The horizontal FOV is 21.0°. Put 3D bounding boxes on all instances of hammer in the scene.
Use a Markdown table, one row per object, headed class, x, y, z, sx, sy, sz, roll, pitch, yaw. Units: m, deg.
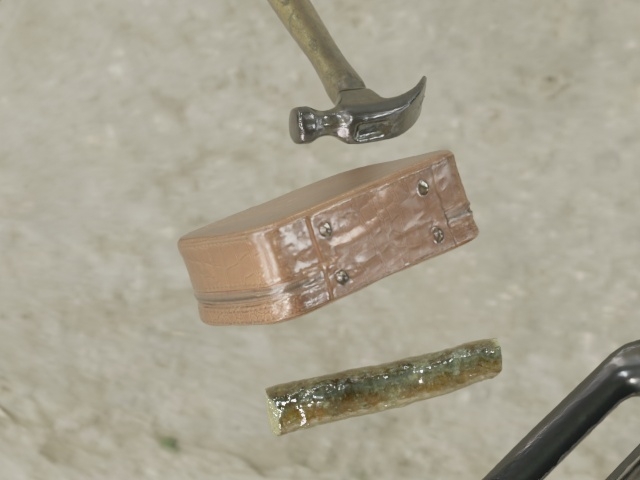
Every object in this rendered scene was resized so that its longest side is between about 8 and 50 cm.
| class | x | y | z | sx | sy | sz | roll | pitch | yaw |
| --- | --- | --- | --- | --- | --- | --- | --- | --- | --- |
| hammer | -0.026 | -0.249 | 1.885 | 0.168 | 0.440 | 0.044 | -7 | 132 | -23 |

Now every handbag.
| class | x | y | z | sx | sy | sz | roll | pitch | yaw |
| --- | --- | --- | --- | --- | --- | --- | --- | --- | --- |
| handbag | 0.000 | 0.000 | 1.210 | 0.193 | 0.151 | 0.072 | -25 | 101 | -38 |

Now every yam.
| class | x | y | z | sx | sy | sz | roll | pitch | yaw |
| --- | --- | --- | --- | --- | --- | --- | --- | --- | --- |
| yam | 0.072 | 0.163 | 1.937 | 0.274 | 0.061 | 0.061 | -13 | 94 | -2 |

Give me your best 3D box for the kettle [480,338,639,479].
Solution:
| class | x | y | z | sx | sy | sz | roll | pitch | yaw |
| --- | --- | --- | --- | --- | --- | --- | --- | --- | --- |
| kettle | 0.259 | 0.246 | 1.279 | 0.308 | 0.262 | 0.203 | -46 | 114 | -17 |
